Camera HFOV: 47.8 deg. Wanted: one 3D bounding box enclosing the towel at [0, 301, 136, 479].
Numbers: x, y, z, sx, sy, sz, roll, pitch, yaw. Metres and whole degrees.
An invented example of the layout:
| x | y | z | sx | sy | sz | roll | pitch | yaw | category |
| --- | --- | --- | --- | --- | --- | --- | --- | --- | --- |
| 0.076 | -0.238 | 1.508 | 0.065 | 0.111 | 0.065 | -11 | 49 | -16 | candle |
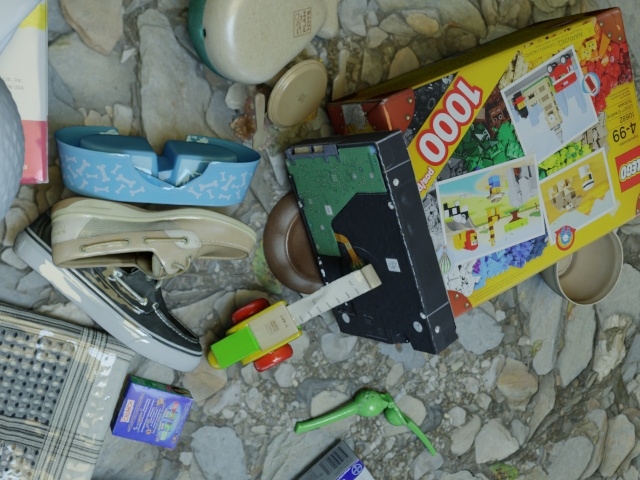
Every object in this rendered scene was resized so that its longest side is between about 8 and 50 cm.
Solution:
| x | y | z | sx | sy | sz | roll | pitch | yaw | category |
| --- | --- | --- | --- | --- | --- | --- | --- | --- | --- |
| -0.475 | 0.262 | 1.082 | 0.312 | 0.056 | 0.325 | 21 | 91 | -25 | towel |

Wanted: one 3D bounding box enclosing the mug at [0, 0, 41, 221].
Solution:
| x | y | z | sx | sy | sz | roll | pitch | yaw | category |
| --- | --- | --- | --- | --- | --- | --- | --- | --- | --- |
| -0.409 | -0.129 | 0.717 | 0.276 | 0.328 | 0.374 | 42 | 83 | -25 | mug |

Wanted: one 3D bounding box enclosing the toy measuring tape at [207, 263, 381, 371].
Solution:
| x | y | z | sx | sy | sz | roll | pitch | yaw | category |
| --- | --- | --- | --- | --- | --- | --- | --- | --- | --- |
| -0.043 | 0.125 | 1.172 | 0.330 | 0.121 | 0.121 | -30 | 112 | 16 | toy measuring tape |

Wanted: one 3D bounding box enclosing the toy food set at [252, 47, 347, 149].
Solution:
| x | y | z | sx | sy | sz | roll | pitch | yaw | category |
| --- | --- | --- | --- | --- | --- | --- | --- | --- | --- |
| -0.042 | -0.235 | 1.152 | 0.192 | 0.038 | 0.132 | -33 | 153 | -26 | toy food set |

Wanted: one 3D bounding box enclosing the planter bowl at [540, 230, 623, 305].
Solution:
| x | y | z | sx | sy | sz | roll | pitch | yaw | category |
| --- | --- | --- | --- | --- | --- | --- | --- | --- | --- |
| 0.493 | 0.038 | 1.422 | 0.162 | 0.109 | 0.162 | -4 | 100 | -23 | planter bowl |

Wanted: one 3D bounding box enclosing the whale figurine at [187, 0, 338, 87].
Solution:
| x | y | z | sx | sy | sz | roll | pitch | yaw | category |
| --- | --- | --- | --- | --- | --- | --- | --- | --- | --- |
| -0.086 | -0.347 | 1.115 | 0.272 | 0.141 | 0.216 | -29 | 131 | -39 | whale figurine |

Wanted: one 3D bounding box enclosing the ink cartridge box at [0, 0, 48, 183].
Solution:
| x | y | z | sx | sy | sz | roll | pitch | yaw | category |
| --- | --- | --- | --- | --- | --- | --- | --- | --- | --- |
| -0.496 | -0.273 | 0.922 | 0.279 | 0.160 | 0.385 | 0 | 100 | -23 | ink cartridge box |

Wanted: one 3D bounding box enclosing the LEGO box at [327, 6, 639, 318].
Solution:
| x | y | z | sx | sy | sz | roll | pitch | yaw | category |
| --- | --- | --- | --- | --- | --- | --- | --- | --- | --- |
| 0.307 | -0.141 | 1.249 | 0.499 | 0.193 | 0.373 | -25 | 108 | -21 | LEGO box |

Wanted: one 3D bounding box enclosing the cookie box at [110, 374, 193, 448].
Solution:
| x | y | z | sx | sy | sz | roll | pitch | yaw | category |
| --- | --- | --- | --- | --- | --- | --- | --- | --- | --- |
| -0.275 | 0.279 | 1.176 | 0.107 | 0.040 | 0.092 | 22 | 90 | -25 | cookie box |

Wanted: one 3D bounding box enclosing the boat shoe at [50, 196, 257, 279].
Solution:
| x | y | z | sx | sy | sz | roll | pitch | yaw | category |
| --- | --- | --- | --- | --- | --- | --- | --- | --- | --- |
| -0.231 | 0.011 | 1.038 | 0.302 | 0.109 | 0.098 | 8 | 65 | -33 | boat shoe |

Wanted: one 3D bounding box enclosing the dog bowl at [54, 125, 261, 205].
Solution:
| x | y | z | sx | sy | sz | roll | pitch | yaw | category |
| --- | --- | --- | --- | --- | --- | --- | --- | --- | --- |
| -0.238 | -0.108 | 1.067 | 0.297 | 0.166 | 0.074 | 3 | 110 | -24 | dog bowl |

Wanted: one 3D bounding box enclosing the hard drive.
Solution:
| x | y | z | sx | sy | sz | roll | pitch | yaw | category |
| --- | --- | --- | --- | --- | --- | --- | --- | --- | --- |
| 0.075 | 0.001 | 1.130 | 0.064 | 0.236 | 0.339 | -30 | 109 | -33 | hard drive |

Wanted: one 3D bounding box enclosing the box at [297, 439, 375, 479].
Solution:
| x | y | z | sx | sy | sz | roll | pitch | yaw | category |
| --- | --- | --- | --- | --- | --- | --- | --- | --- | --- |
| 0.039 | 0.462 | 1.316 | 0.126 | 0.072 | 0.137 | -39 | 119 | -12 | box |

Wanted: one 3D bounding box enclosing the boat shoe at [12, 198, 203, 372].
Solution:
| x | y | z | sx | sy | sz | roll | pitch | yaw | category |
| --- | --- | --- | --- | --- | --- | --- | --- | --- | --- |
| -0.293 | 0.071 | 1.089 | 0.335 | 0.121 | 0.119 | 42 | 86 | -21 | boat shoe |

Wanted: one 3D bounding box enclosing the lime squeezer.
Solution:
| x | y | z | sx | sy | sz | roll | pitch | yaw | category |
| --- | --- | --- | --- | --- | --- | --- | --- | --- | --- |
| 0.113 | 0.337 | 1.342 | 0.310 | 0.059 | 0.110 | 17 | 92 | -25 | lime squeezer |

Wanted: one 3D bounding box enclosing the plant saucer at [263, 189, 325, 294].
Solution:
| x | y | z | sx | sy | sz | roll | pitch | yaw | category |
| --- | --- | --- | --- | --- | --- | --- | --- | --- | --- |
| 0.000 | 0.000 | 1.248 | 0.198 | 0.036 | 0.199 | -4 | 100 | -23 | plant saucer |
